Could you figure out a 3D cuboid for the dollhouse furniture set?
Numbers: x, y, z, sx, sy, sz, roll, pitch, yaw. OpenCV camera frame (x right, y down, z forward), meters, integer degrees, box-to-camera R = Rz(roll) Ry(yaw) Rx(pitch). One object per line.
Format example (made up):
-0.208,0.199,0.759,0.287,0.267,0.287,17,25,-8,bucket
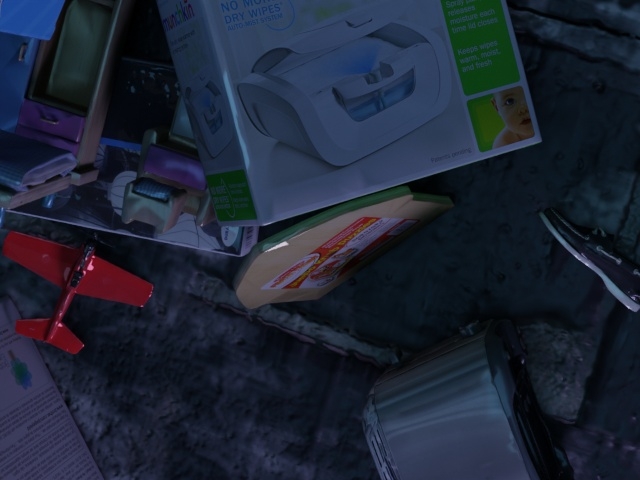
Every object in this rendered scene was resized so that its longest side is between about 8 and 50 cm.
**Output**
-0.225,-0.129,1.070,0.286,0.303,0.198,18,102,8,dollhouse furniture set

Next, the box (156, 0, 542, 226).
0.019,-0.155,1.114,0.262,0.127,0.231,-16,96,-21,box

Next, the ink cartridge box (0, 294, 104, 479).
-0.309,0.276,1.231,0.151,0.270,0.395,-28,92,16,ink cartridge box

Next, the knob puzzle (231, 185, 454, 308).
0.000,0.000,1.155,0.213,0.213,0.030,-30,73,14,knob puzzle

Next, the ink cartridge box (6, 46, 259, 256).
-0.213,-0.096,1.261,0.333,0.065,0.165,10,101,11,ink cartridge box

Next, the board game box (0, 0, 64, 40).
-0.268,-0.355,1.009,0.308,0.086,0.302,36,109,30,board game box

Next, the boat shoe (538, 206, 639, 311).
0.248,0.009,1.190,0.125,0.046,0.038,43,104,-1,boat shoe

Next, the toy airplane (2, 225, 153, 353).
-0.244,0.049,1.288,0.151,0.028,0.151,-1,122,-1,toy airplane

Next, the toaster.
0.135,0.190,1.202,0.146,0.129,0.227,-20,96,18,toaster
